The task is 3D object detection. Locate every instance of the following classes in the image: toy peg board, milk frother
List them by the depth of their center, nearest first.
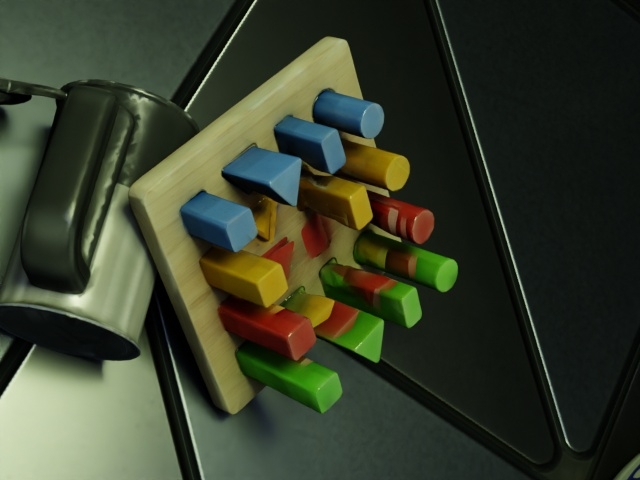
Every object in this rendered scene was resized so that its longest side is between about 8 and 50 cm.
[{"bbox_3d":[-0.156,-0.022,0.690,0.143,0.129,0.135,4,67,22],"label":"milk frother"},{"bbox_3d":[0.000,0.000,0.706,0.161,0.079,0.161,-42,133,-30],"label":"toy peg board"}]

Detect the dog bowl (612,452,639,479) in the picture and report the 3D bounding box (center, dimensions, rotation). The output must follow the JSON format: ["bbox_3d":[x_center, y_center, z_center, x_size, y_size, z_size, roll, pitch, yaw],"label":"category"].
[{"bbox_3d":[0.295,0.234,0.780,0.265,0.104,0.265,4,73,-11],"label":"dog bowl"}]
